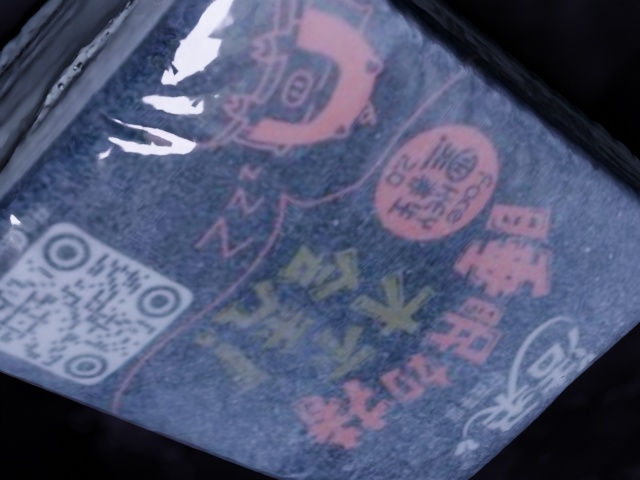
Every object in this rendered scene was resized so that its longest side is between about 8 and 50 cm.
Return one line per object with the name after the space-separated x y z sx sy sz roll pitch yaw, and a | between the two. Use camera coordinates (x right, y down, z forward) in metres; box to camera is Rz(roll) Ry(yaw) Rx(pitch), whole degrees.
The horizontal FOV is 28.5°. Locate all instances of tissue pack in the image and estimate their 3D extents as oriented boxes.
0.000 0.000 0.561 0.228 0.103 0.315 -44 132 19 | tissue pack
